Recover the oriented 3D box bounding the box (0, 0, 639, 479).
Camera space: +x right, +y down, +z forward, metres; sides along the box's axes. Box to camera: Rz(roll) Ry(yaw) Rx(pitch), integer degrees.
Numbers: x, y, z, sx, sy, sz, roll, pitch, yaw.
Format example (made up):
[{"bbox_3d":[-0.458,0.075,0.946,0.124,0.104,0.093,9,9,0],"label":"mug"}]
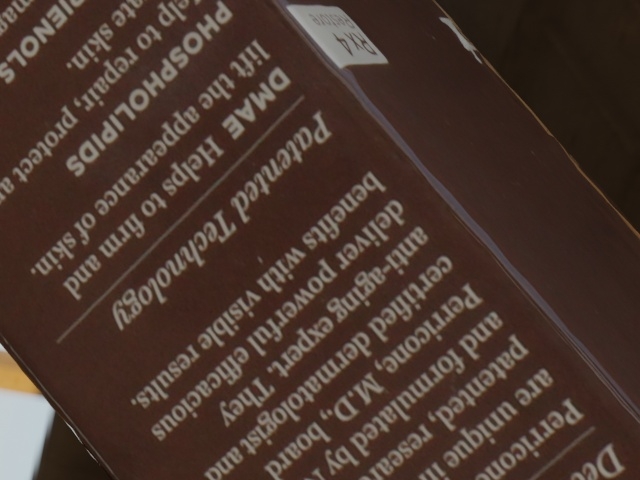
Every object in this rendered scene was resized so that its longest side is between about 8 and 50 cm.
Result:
[{"bbox_3d":[0.000,0.000,0.503,0.143,0.381,0.191,-42,173,18],"label":"box"}]
